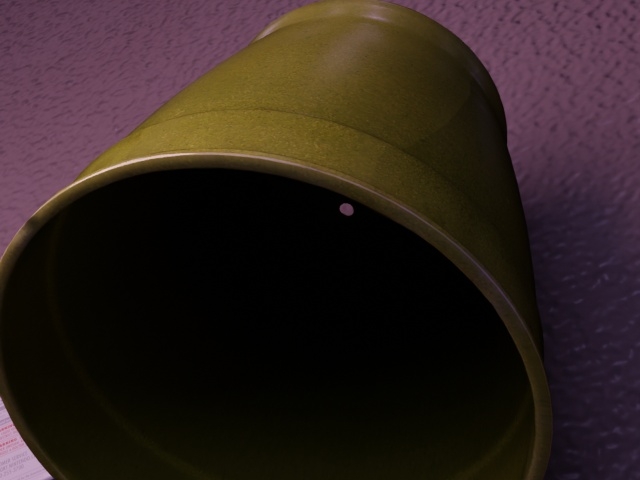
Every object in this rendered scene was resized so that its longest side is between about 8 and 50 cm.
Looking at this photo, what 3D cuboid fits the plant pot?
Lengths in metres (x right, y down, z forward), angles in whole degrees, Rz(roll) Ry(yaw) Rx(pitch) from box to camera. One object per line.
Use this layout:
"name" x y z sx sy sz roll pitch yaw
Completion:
"plant pot" 0.000 0.000 0.989 0.366 0.366 0.353 -8 33 21

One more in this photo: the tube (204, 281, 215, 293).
"tube" -0.087 0.004 1.212 0.080 0.052 0.207 -3 27 16

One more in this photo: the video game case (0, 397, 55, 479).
"video game case" -0.244 0.135 1.164 0.269 0.061 0.244 -23 42 4
